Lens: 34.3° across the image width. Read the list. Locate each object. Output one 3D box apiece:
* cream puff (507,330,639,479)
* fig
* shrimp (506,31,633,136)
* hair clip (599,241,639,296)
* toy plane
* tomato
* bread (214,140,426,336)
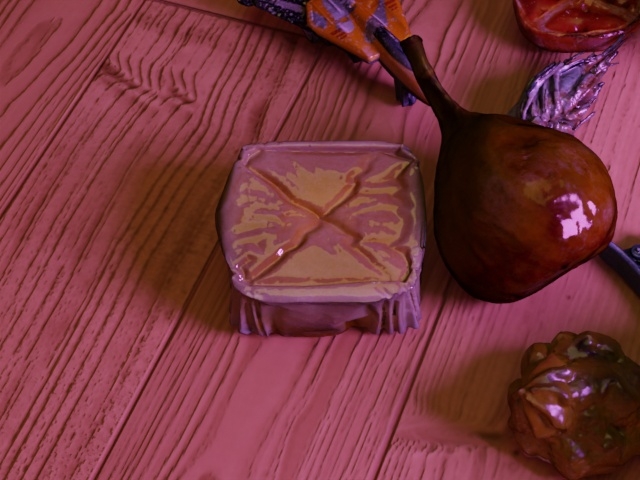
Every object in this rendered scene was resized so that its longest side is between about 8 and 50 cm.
[{"bbox_3d":[0.237,0.139,0.942,0.146,0.116,0.146,-4,57,7],"label":"cream puff"},{"bbox_3d":[0.189,-0.083,1.028,0.191,0.190,0.290,-8,69,0],"label":"fig"},{"bbox_3d":[0.264,-0.155,1.138,0.233,0.090,0.079,-46,31,-10],"label":"shrimp"},{"bbox_3d":[0.334,0.092,1.008,0.070,0.039,0.229,-9,59,-2],"label":"hair clip"},{"bbox_3d":[0.053,-0.247,1.218,0.204,0.103,0.316,-30,67,-11],"label":"toy plane"},{"bbox_3d":[0.300,-0.274,1.223,0.156,0.069,0.155,-3,60,6],"label":"tomato"},{"bbox_3d":[0.002,0.000,1.054,0.210,0.109,0.192,-3,64,3],"label":"bread"}]
